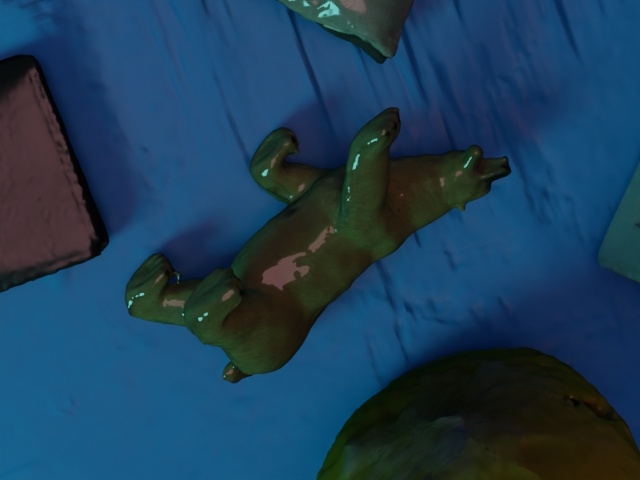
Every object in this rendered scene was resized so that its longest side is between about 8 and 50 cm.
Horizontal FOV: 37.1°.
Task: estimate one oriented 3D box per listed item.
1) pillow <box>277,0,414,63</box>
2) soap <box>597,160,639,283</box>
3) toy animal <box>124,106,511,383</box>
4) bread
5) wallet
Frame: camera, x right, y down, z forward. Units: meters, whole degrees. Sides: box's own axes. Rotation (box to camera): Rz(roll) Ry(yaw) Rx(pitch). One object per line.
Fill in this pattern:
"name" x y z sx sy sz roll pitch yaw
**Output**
"pillow" 0.027 -0.233 0.529 0.148 0.050 0.229 26 92 -14
"soap" 0.242 -0.050 0.544 0.064 0.121 0.183 22 95 -10
"toy animal" 0.000 0.000 0.549 0.218 0.103 0.101 -46 120 0
"bread" 0.100 0.166 0.537 0.197 0.197 0.170 -30 114 -1
"wallet" -0.256 -0.010 0.543 0.244 0.025 0.124 -20 97 -1
